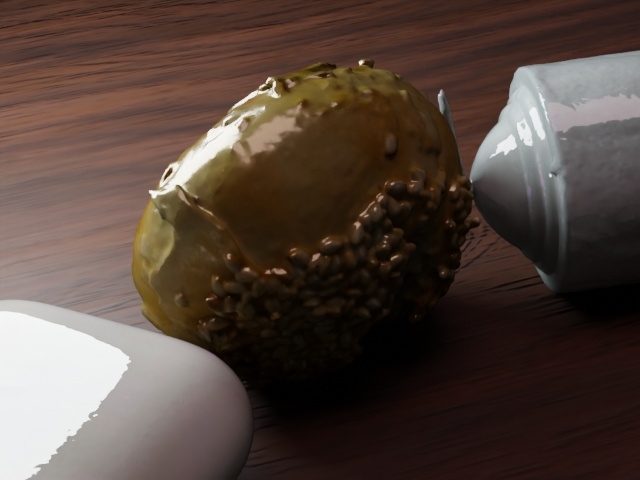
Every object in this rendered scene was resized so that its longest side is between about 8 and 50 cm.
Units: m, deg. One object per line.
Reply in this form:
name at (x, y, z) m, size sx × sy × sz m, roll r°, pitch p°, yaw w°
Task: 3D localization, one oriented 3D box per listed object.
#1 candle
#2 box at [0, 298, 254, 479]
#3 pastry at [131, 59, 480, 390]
candle at (0.281, -0.066, 1.377) m, size 0.342 × 0.221 × 0.221 m, roll -9°, pitch 33°, yaw -1°
box at (-0.232, 0.180, 1.114) m, size 0.288 × 0.141 × 0.349 m, roll 14°, pitch 36°, yaw 24°
pastry at (0.000, 0.000, 1.261) m, size 0.315 × 0.284 × 0.184 m, roll -16°, pitch 53°, yaw -46°
